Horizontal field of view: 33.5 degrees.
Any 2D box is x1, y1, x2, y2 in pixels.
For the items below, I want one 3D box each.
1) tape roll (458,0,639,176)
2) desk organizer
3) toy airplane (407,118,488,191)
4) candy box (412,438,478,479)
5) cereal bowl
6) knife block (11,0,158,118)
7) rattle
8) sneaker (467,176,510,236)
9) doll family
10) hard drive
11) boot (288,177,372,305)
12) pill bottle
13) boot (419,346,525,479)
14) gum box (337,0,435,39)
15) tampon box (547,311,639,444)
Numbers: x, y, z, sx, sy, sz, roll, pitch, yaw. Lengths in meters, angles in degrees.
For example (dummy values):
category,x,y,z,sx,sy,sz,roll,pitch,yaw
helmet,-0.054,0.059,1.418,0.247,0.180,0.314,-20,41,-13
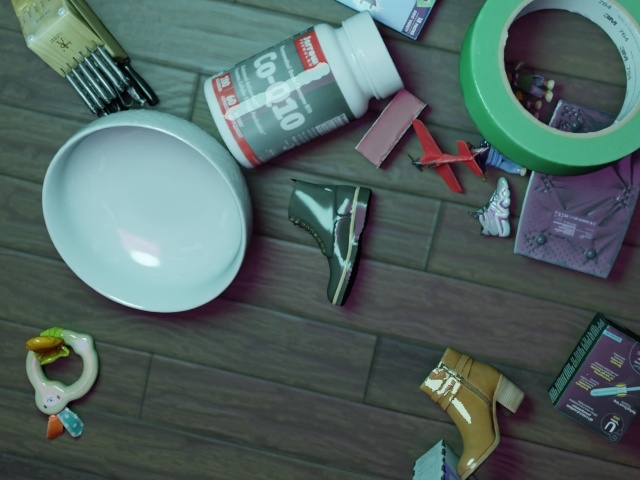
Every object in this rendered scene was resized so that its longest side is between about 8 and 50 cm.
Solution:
category,x,y,z,sx,sy,sz,roll,pitch,yaw
tape roll,0.374,-0.260,1.617,0.321,0.077,0.321,1,81,-8
desk organizer,0.114,-0.183,1.722,0.050,0.047,0.130,38,99,2
toy airplane,0.201,-0.128,1.687,0.151,0.151,0.028,38,57,-1
candy box,0.225,0.432,1.717,0.070,0.196,0.165,-41,92,10
cereal bowl,-0.262,-0.060,1.700,0.338,0.141,0.339,5,121,9
knife block,-0.379,-0.308,1.742,0.088,0.242,0.276,-38,48,8
rattle,-0.445,0.253,1.789,0.130,0.143,0.200,12,93,-15
sneaker,0.273,-0.053,1.728,0.069,0.038,0.098,-1,97,5
doll family,0.291,-0.187,1.684,0.111,0.076,0.193,11,88,-16
hard drive,0.417,-0.082,1.703,0.171,0.054,0.255,15,98,3
boot,0.000,0.000,1.750,0.137,0.077,0.198,12,85,8
pill bottle,-0.024,-0.240,1.668,0.283,0.161,0.161,-25,95,8
boot,0.226,0.281,1.733,0.152,0.073,0.197,32,60,7
gum box,0.105,-0.429,1.691,0.184,0.041,0.157,27,99,1
tampon box,0.463,0.220,1.715,0.120,0.101,0.161,31,100,1
